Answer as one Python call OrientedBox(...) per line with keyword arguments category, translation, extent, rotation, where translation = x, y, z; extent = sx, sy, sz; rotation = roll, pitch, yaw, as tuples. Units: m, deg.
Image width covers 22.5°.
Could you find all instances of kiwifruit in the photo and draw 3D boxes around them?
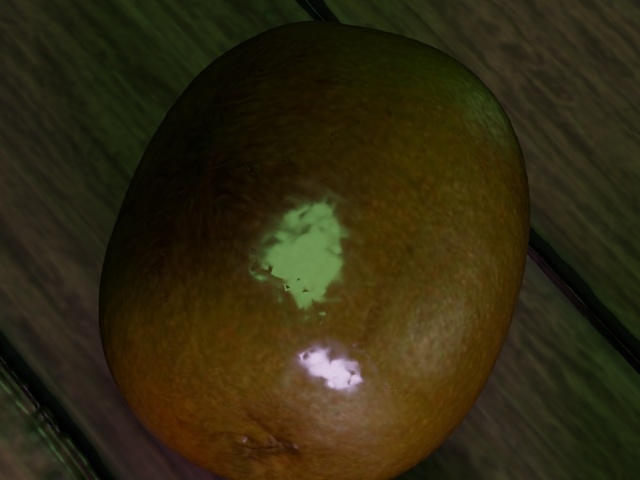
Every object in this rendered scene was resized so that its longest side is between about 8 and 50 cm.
OrientedBox(category="kiwifruit", translation=(0.000, 0.000, 0.771), extent=(0.196, 0.196, 0.234), rotation=(13, 60, 0))
